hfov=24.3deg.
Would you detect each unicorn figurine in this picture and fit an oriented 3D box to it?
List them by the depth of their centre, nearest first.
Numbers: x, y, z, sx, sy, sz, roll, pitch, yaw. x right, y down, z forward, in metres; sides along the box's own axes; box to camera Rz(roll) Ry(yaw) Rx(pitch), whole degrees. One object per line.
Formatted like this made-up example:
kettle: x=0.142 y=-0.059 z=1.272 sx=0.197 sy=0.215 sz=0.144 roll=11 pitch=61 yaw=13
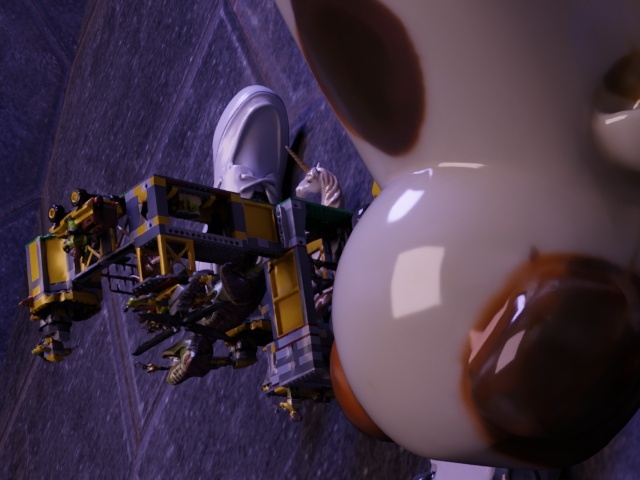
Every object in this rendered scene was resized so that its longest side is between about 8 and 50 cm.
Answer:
unicorn figurine: x=0.000 y=0.000 z=1.500 sx=0.162 sy=0.060 sz=0.111 roll=59 pitch=135 yaw=37

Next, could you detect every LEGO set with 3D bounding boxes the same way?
LEGO set: x=-0.095 y=0.082 z=1.323 sx=0.255 sy=0.331 sz=0.192 roll=-25 pitch=63 yaw=34

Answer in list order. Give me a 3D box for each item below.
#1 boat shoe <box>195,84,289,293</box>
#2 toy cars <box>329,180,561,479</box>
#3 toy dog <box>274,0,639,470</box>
boat shoe: x=-0.080 y=-0.046 z=1.699 sx=0.084 sy=0.095 sz=0.258 roll=-152 pitch=70 yaw=-65
toy cars: x=0.107 y=0.083 z=1.129 sx=0.176 sy=0.087 sz=0.394 roll=-52 pitch=32 yaw=18
toy dog: x=0.110 y=-0.075 z=0.845 sx=0.284 sy=0.395 sz=0.408 roll=-11 pitch=81 yaw=51
